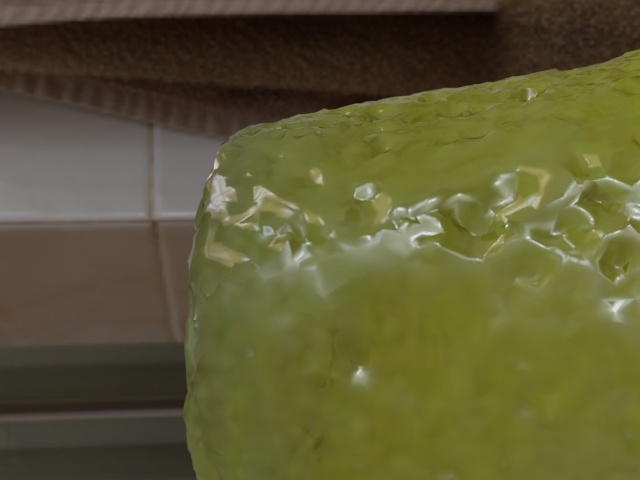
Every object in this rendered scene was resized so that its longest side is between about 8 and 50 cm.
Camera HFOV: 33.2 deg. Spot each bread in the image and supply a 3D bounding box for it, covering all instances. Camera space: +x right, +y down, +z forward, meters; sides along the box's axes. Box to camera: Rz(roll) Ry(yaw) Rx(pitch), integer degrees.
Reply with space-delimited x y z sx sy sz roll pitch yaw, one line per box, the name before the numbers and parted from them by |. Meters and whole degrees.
bread | 0.093 0.076 0.583 0.348 0.308 0.348 174 90 -90
